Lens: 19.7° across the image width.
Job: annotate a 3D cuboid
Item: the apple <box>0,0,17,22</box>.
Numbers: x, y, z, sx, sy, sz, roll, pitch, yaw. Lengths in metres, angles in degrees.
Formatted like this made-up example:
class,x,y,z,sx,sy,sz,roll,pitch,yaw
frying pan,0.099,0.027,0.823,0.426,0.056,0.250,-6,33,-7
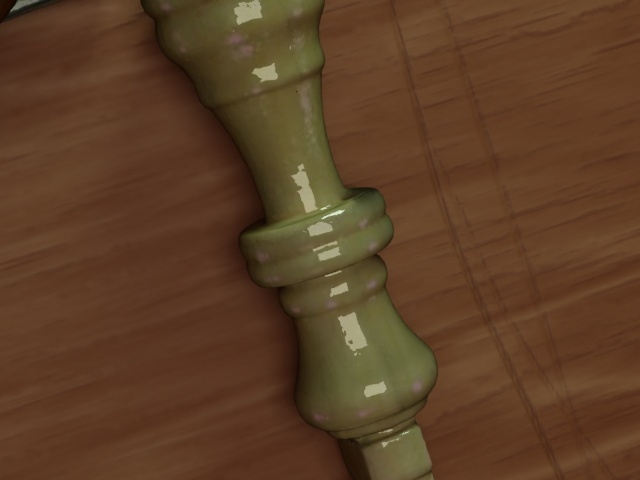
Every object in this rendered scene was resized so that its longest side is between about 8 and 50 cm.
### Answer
class,x,y,z,sx,sy,sz,roll,pitch,yaw
apple,-0.333,-0.248,1.005,0.333,0.400,0.400,-1,94,27

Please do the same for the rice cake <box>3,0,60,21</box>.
class,x,y,z,sx,sy,sz,roll,pitch,yaw
rice cake,-0.224,-0.153,1.199,0.206,0.047,0.036,-21,113,-10

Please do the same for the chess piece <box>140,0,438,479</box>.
class,x,y,z,sx,sy,sz,roll,pitch,yaw
chess piece,0.000,0.000,1.230,0.117,0.117,0.397,-21,100,-12
